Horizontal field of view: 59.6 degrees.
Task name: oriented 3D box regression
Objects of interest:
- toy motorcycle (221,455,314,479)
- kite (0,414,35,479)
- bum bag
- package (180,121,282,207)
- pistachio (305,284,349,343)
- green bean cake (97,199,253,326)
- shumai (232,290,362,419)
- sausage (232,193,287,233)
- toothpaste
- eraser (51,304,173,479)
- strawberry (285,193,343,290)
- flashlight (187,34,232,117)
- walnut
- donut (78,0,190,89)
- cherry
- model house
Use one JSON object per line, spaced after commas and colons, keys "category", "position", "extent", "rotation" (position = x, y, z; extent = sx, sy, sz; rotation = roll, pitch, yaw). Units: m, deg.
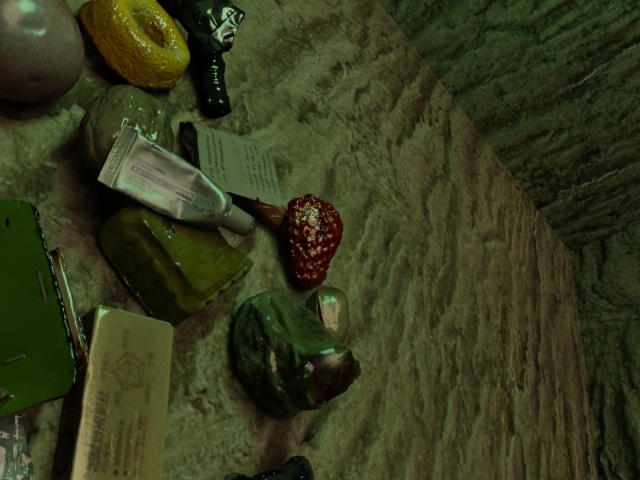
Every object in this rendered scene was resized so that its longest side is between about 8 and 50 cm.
{"category": "toy motorcycle", "position": [-0.082, 0.467, 0.965], "extent": [0.270, 0.106, 0.159], "rotation": [21, 54, -56]}
{"category": "kite", "position": [-0.496, 0.284, 0.658], "extent": [0.310, 0.015, 0.169], "rotation": [22, 50, -44]}
{"category": "bum bag", "position": [-0.315, -0.576, 1.319], "extent": [0.340, 0.144, 0.095], "rotation": [46, -7, 10]}
{"category": "package", "position": [-0.195, -0.183, 1.237], "extent": [0.204, 0.062, 0.251], "rotation": [9, 37, -34]}
{"category": "pistachio", "position": [0.016, 0.178, 1.281], "extent": [0.113, 0.113, 0.149], "rotation": [21, 52, -42]}
{"category": "green bean cake", "position": [-0.258, 0.011, 1.048], "extent": [0.236, 0.124, 0.233], "rotation": [55, 35, -7]}
{"category": "shumai", "position": [-0.037, 0.204, 1.107], "extent": [0.225, 0.222, 0.260], "rotation": [-1, 63, -49]}
{"category": "sausage", "position": [-0.137, -0.087, 1.319], "extent": [0.169, 0.065, 0.065], "rotation": [42, 39, -24]}
{"category": "toothpaste", "position": [-0.236, -0.086, 0.979], "extent": [0.282, 0.068, 0.099], "rotation": [31, 38, -32]}
{"category": "eraser", "position": [-0.308, 0.278, 0.838], "extent": [0.144, 0.078, 0.343], "rotation": [25, 49, -39]}
{"category": "strawberry", "position": [0.000, 0.000, 1.348], "extent": [0.190, 0.111, 0.236], "rotation": [44, 41, -57]}
{"category": "flashlight", "position": [-0.265, -0.411, 1.366], "extent": [0.093, 0.093, 0.231], "rotation": [5, 65, -50]}
{"category": "walnut", "position": [-0.356, -0.193, 1.041], "extent": [0.178, 0.178, 0.230], "rotation": [29, 40, -37]}
{"category": "donut", "position": [-0.395, -0.437, 1.214], "extent": [0.253, 0.118, 0.253], "rotation": [47, 23, -27]}
{"category": "cherry", "position": [-0.499, -0.344, 0.928], "extent": [0.239, 0.206, 0.239], "rotation": [27, 38, -24]}
{"category": "model house", "position": [-0.440, 0.116, 0.769], "extent": [0.207, 0.154, 0.293], "rotation": [-20, 69, -11]}
